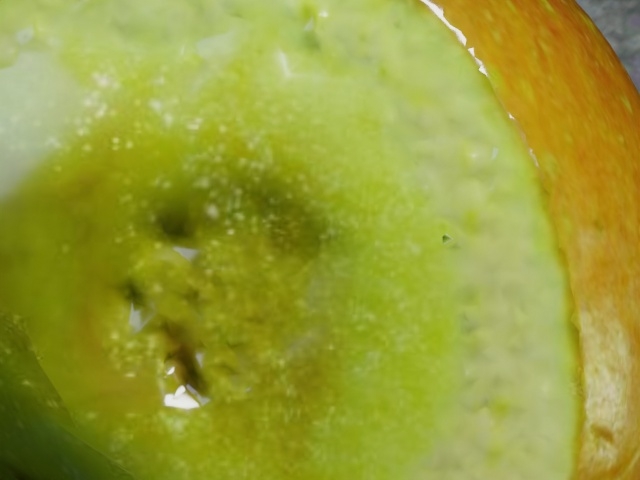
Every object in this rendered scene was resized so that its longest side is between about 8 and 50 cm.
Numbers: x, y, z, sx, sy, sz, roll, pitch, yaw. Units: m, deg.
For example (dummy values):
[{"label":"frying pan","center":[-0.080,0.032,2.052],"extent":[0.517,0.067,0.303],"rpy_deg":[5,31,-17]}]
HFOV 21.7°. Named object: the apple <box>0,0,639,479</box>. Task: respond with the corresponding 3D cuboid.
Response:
[{"label":"apple","center":[-0.032,0.049,0.663],"extent":[0.374,0.384,0.374],"rpy_deg":[-20,60,38]}]
